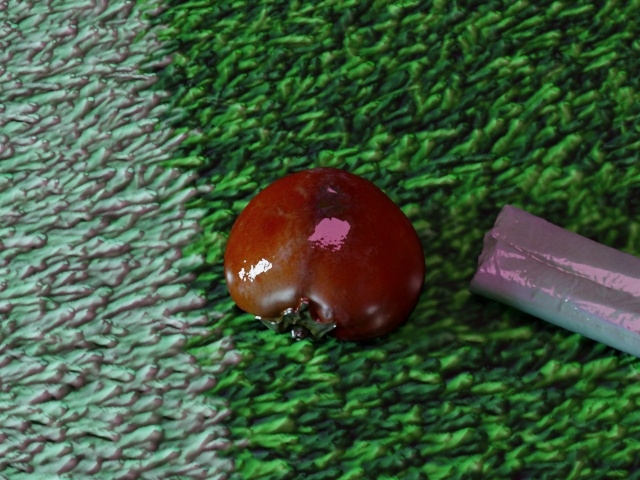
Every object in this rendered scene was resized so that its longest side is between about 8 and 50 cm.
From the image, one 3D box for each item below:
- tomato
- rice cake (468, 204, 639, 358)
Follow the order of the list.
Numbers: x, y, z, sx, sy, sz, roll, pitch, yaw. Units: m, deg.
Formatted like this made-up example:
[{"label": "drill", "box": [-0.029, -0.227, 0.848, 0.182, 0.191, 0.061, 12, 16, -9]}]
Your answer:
[{"label": "tomato", "box": [0.000, 0.000, 1.496, 0.159, 0.091, 0.139, 12, 49, 18]}, {"label": "rice cake", "box": [0.217, 0.043, 1.472, 0.222, 0.042, 0.080, 22, 58, 21]}]
